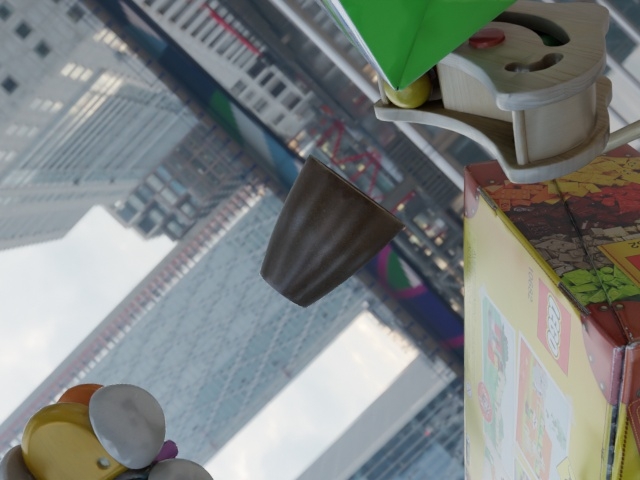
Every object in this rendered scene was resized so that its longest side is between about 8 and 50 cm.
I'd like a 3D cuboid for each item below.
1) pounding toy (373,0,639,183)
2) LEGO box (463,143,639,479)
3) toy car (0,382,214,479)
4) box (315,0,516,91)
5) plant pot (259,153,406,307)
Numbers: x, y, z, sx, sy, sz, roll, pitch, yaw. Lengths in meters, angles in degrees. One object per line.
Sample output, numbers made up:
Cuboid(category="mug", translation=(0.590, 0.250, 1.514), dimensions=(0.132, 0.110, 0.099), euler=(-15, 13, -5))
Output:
Cuboid(category="pounding toy", translation=(0.163, -0.095, 0.725), dimensions=(0.270, 0.154, 0.154), euler=(15, 135, 36))
Cuboid(category="LEGO box", translation=(0.301, 0.196, 0.955), dimensions=(0.372, 0.193, 0.499), euler=(-113, 16, -60))
Cuboid(category="toy car", translation=(-0.178, 0.207, 0.790), dimensions=(0.182, 0.159, 0.136), euler=(55, -167, -7))
Cuboid(category="box", translation=(0.000, -0.279, 0.658), dimensions=(0.262, 0.127, 0.231), euler=(47, -172, -49))
Cuboid(category="plant pot", translation=(0.000, 0.000, 1.614), dimensions=(0.215, 0.230, 0.215), euler=(36, -176, -3))
